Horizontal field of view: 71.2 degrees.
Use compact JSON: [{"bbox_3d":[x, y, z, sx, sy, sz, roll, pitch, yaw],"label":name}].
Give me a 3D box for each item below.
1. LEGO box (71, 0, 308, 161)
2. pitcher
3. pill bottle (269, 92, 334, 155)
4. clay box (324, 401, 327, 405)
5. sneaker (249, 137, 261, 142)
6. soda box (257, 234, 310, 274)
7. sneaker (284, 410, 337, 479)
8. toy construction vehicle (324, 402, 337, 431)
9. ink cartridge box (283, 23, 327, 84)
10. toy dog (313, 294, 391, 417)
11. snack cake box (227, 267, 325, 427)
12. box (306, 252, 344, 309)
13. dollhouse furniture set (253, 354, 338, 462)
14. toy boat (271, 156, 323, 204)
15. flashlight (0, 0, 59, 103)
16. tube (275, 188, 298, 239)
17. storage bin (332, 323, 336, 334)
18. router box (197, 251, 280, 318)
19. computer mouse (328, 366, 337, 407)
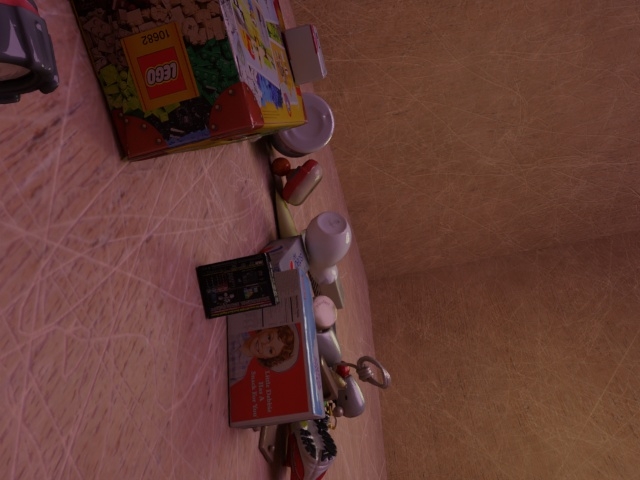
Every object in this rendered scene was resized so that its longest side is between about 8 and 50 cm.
[{"bbox_3d":[-0.188,-0.359,0.775,0.500,0.193,0.372,-68,144,-73],"label":"LEGO box"},{"bbox_3d":[0.000,0.000,1.250,0.178,0.125,0.207,50,-30,26],"label":"pitcher"},{"bbox_3d":[-0.068,-0.328,1.322,0.283,0.160,0.160,-153,-131,-76],"label":"pill bottle"},{"bbox_3d":[-0.027,0.359,1.257,0.127,0.053,0.222,23,57,-78],"label":"clay box"},{"bbox_3d":[-0.172,-0.368,1.167,0.110,0.107,0.275,49,20,-35],"label":"sneaker"},{"bbox_3d":[-0.099,0.066,1.080,0.286,0.091,0.098,-62,139,-75],"label":"soda box"},{"bbox_3d":[-0.043,0.443,0.993,0.118,0.107,0.279,-64,-174,4],"label":"sneaker"},{"bbox_3d":[0.028,0.547,1.400,0.086,0.035,0.098,43,36,-73],"label":"toy construction vehicle"},{"bbox_3d":[-0.030,-0.406,0.975,0.150,0.063,0.109,-81,158,-66],"label":"ink cartridge box"},{"bbox_3d":[-0.012,0.287,1.079,0.333,0.161,0.220,51,-39,16],"label":"toy dog"},{"bbox_3d":[-0.085,0.197,0.827,0.089,0.152,0.264,60,21,-62],"label":"snack cake box"},{"bbox_3d":[0.013,0.119,1.649,0.113,0.094,0.275,-80,156,-66],"label":"box"},{"bbox_3d":[-0.050,0.330,0.878,0.123,0.151,0.144,-88,161,-54],"label":"dollhouse furniture set"},{"bbox_3d":[-0.086,-0.200,1.391,0.151,0.151,0.231,39,0,-2],"label":"toy boat"},{"bbox_3d":[-0.292,-0.269,0.344,0.103,0.103,0.304,-27,106,-79],"label":"flashlight"},{"bbox_3d":[-0.096,-0.031,1.321,0.070,0.062,0.240,-40,-122,49],"label":"tube"},{"bbox_3d":[0.001,0.270,1.413,0.098,0.091,0.135,68,15,-47],"label":"storage bin"},{"bbox_3d":[-0.137,0.076,0.759,0.038,0.122,0.092,0,79,-86],"label":"router box"},{"bbox_3d":[0.052,0.437,1.507,0.262,0.060,0.184,-100,169,-50],"label":"computer mouse"}]
